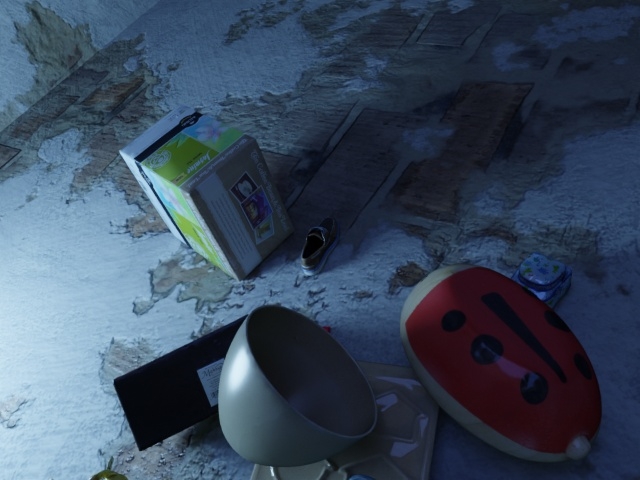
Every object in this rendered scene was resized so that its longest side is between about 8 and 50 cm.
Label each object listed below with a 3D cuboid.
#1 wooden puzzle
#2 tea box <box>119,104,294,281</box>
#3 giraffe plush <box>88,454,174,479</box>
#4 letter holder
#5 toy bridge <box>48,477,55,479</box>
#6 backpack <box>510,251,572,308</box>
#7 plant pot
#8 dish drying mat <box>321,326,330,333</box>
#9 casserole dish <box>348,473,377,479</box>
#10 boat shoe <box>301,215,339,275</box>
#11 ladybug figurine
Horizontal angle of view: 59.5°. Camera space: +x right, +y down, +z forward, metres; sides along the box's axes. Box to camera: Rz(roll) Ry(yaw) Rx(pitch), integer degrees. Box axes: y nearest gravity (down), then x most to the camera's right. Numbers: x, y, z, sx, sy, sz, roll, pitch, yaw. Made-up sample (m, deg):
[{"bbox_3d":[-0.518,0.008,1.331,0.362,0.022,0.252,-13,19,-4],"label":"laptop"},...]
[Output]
[{"bbox_3d":[0.053,0.384,1.060,0.322,0.080,0.347,3,46,21],"label":"wooden puzzle"},{"bbox_3d":[-0.285,-0.125,1.453,0.324,0.329,0.220,28,63,37],"label":"tea box"},{"bbox_3d":[-0.323,0.506,1.024,0.171,0.181,0.210,0,66,4],"label":"giraffe plush"},{"bbox_3d":[-0.245,0.300,1.205,0.302,0.214,0.152,-26,78,-5],"label":"letter holder"},{"bbox_3d":[-0.580,0.575,1.115,0.026,0.063,0.188,14,54,29],"label":"toy bridge"},{"bbox_3d":[0.455,0.087,1.173,0.114,0.084,0.105,-45,48,-17],"label":"backpack"},{"bbox_3d":[-0.070,0.281,0.986,0.191,0.284,0.284,-48,44,18],"label":"plant pot"},{"bbox_3d":[0.005,0.229,1.256,0.032,0.008,0.083,-8,48,14],"label":"dish drying mat"},{"bbox_3d":[0.091,0.449,0.894,0.188,0.037,0.114,23,55,37],"label":"casserole dish"},{"bbox_3d":[0.000,0.000,1.422,0.066,0.066,0.183,4,51,22],"label":"boat shoe"},{"bbox_3d":[0.328,0.193,1.028,0.305,0.161,0.449,-17,42,-22],"label":"ladybug figurine"}]
